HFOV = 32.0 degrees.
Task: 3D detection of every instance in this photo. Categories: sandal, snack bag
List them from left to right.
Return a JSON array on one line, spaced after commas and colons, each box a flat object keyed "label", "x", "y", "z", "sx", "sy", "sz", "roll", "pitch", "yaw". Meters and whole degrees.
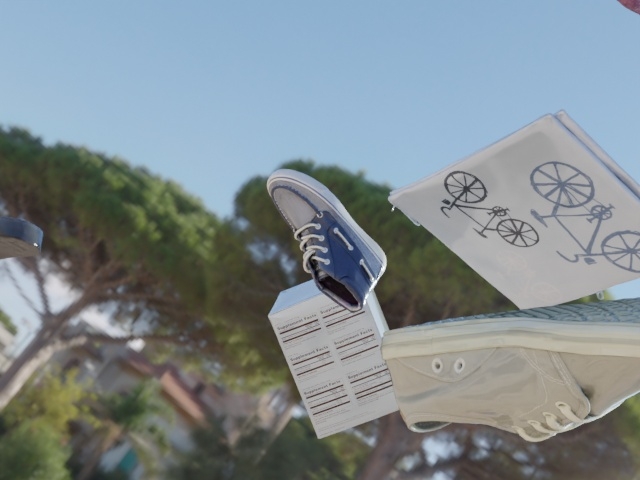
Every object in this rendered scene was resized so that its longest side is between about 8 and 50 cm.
[{"label": "sandal", "x": -0.451, "y": 0.014, "z": 1.342, "sx": 0.254, "sy": 0.054, "sz": 0.097, "roll": -6, "pitch": -23, "yaw": 30}, {"label": "snack bag", "x": 0.314, "y": -0.024, "z": 1.589, "sx": 0.323, "sy": 0.037, "sz": 0.342, "roll": 38, "pitch": -36, "yaw": -20}]

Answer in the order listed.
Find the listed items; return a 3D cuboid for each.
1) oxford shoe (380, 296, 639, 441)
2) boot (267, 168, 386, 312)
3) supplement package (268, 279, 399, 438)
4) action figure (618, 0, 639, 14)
[{"label": "oxford shoe", "x": 0.232, "y": 0.127, "z": 1.075, "sx": 0.169, "sy": 0.130, "sz": 0.449, "roll": -4, "pitch": -6, "yaw": -39}, {"label": "boot", "x": 0.000, "y": 0.000, "z": 1.356, "sx": 0.190, "sy": 0.086, "sz": 0.069, "roll": 41, "pitch": -45, "yaw": -14}, {"label": "supplement package", "x": 0.031, "y": 0.163, "z": 1.717, "sx": 0.194, "sy": 0.149, "sz": 0.203, "roll": -61, "pitch": 130, "yaw": -82}, {"label": "action figure", "x": 0.474, "y": -0.431, "z": 1.320, "sx": 0.248, "sy": 0.370, "sz": 0.275, "roll": 13, "pitch": 37, "yaw": -27}]
